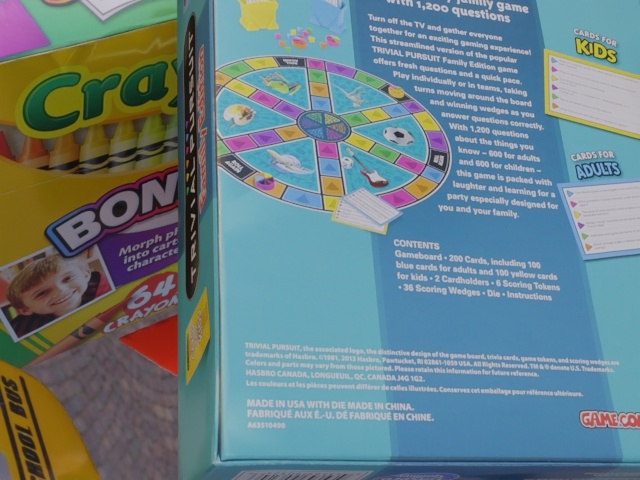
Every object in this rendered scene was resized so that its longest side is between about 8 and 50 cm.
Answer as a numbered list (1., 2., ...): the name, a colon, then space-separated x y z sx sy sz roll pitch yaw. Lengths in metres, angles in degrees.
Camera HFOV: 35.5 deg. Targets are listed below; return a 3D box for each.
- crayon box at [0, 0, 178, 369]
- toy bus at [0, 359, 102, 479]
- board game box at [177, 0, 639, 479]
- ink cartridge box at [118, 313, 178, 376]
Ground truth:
1. crayon box: -0.131 -0.066 0.720 0.106 0.362 0.313 52 -34 24
2. toy bus: -0.130 0.182 0.396 0.130 0.108 0.333 41 7 -42
3. board game box: 0.057 -0.043 0.515 0.079 0.253 0.336 128 -38 -59
4. ink cartridge box: 0.005 0.048 0.632 0.232 0.189 0.066 26 -53 43
